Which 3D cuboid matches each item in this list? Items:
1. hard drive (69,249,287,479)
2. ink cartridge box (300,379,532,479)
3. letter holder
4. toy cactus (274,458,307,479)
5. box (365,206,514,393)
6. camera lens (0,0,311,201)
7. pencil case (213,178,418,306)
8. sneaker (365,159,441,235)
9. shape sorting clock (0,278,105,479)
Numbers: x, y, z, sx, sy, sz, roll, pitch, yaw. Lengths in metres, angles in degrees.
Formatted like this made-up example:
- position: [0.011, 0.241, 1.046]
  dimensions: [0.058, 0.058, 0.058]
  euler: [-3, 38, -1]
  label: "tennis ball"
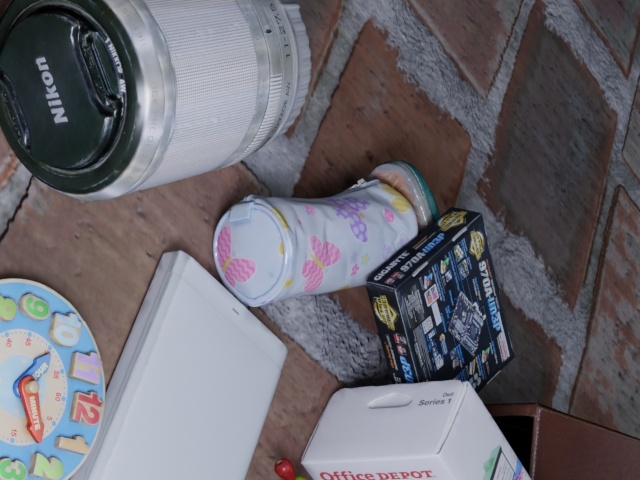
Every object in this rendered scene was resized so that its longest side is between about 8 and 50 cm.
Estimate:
- position: [-0.145, 0.194, 1.610]
  dimensions: [0.203, 0.040, 0.308]
  euler: [46, 49, -37]
  label: "hard drive"
- position: [0.135, 0.305, 1.814]
  dimensions: [0.278, 0.201, 0.117]
  euler: [57, 43, -29]
  label: "ink cartridge box"
- position: [0.298, 0.350, 2.060]
  dimensions: [0.302, 0.152, 0.215]
  euler: [23, 68, -48]
  label: "letter holder"
- position: [-0.035, 0.368, 1.683]
  dimensions: [0.180, 0.112, 0.219]
  euler: [54, 36, -45]
  label: "toy cactus"
- position: [0.148, 0.098, 1.846]
  dimensions: [0.175, 0.051, 0.220]
  euler: [-39, 126, -35]
  label: "box"
- position: [-0.167, -0.165, 1.503]
  dimensions: [0.274, 0.219, 0.219]
  euler: [-20, 99, -52]
  label: "camera lens"
- position: [0.000, 0.000, 1.770]
  dimensions: [0.273, 0.113, 0.124]
  euler: [-11, 107, -51]
  label: "pencil case"
- position: [0.133, 0.027, 1.952]
  dimensions: [0.121, 0.108, 0.302]
  euler: [-40, 122, -49]
  label: "sneaker"
- position: [-0.282, 0.138, 1.444]
  dimensions: [0.206, 0.040, 0.206]
  euler: [14, 72, -50]
  label: "shape sorting clock"
